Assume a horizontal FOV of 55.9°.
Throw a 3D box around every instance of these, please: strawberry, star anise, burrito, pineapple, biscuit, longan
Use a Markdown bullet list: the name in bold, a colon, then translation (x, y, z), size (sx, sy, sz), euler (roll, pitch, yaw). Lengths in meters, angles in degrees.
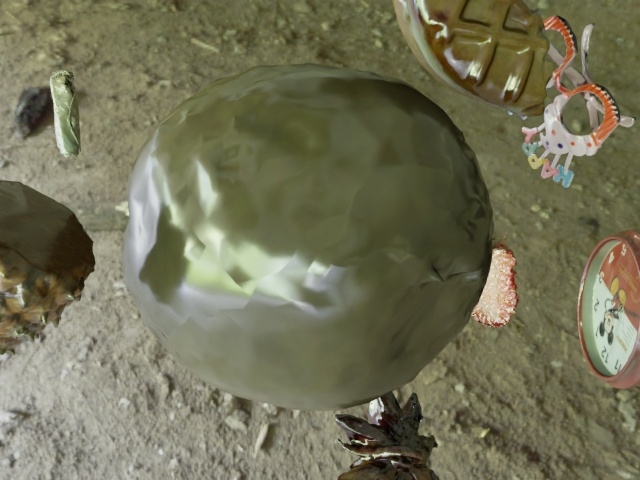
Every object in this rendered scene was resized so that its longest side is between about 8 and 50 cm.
- **strawberry**: translation (0.340, 0.085, 1.312), size (0.168, 0.207, 0.087), euler (-7, 23, 4)
- **star anise**: translation (0.129, 0.335, 0.938), size (0.103, 0.271, 0.272), euler (-24, 14, 44)
- **burrito**: translation (-0.427, -0.213, 1.013), size (0.041, 0.149, 0.055), euler (-5, 6, -22)
- **pineapple**: translation (-0.372, 0.100, 0.588), size (0.166, 0.364, 0.165), euler (37, 23, -18)
- **biscuit**: translation (0.223, -0.353, 0.721), size (0.269, 0.365, 0.115), euler (15, 10, -18)
- **longan**: translation (-0.001, -0.004, 0.705), size (0.436, 0.403, 0.403), euler (6, 35, -20)

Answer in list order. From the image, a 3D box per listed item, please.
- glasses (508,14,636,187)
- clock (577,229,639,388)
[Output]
- **glasses**: translation (0.337, -0.209, 0.865), size (0.095, 0.162, 0.255), euler (-9, 71, -36)
- **clock**: translation (0.610, 0.136, 1.207), size (0.081, 0.318, 0.318), euler (5, 38, 2)
